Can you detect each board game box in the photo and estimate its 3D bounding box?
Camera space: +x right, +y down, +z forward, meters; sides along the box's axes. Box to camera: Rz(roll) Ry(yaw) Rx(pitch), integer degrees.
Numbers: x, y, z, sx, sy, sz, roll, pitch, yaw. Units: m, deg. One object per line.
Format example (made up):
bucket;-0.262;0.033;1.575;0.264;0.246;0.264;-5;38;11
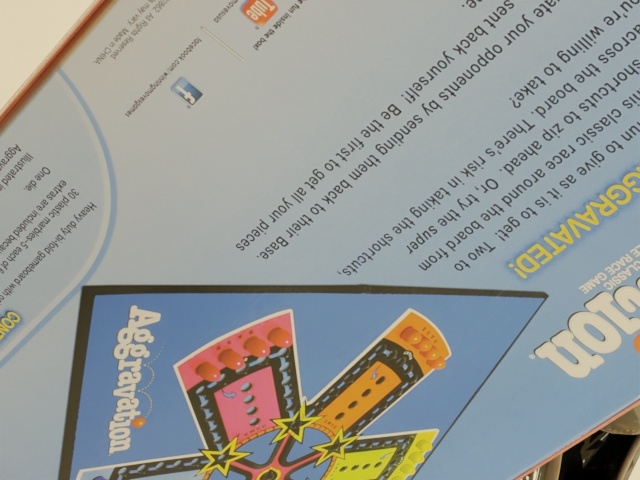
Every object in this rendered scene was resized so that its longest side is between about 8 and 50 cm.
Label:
board game box;0.000;0.000;0.415;0.145;0.027;0.281;40;-48;-11

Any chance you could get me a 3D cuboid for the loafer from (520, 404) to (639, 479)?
loafer;0.122;0.072;0.800;0.084;0.096;0.267;54;-43;38
